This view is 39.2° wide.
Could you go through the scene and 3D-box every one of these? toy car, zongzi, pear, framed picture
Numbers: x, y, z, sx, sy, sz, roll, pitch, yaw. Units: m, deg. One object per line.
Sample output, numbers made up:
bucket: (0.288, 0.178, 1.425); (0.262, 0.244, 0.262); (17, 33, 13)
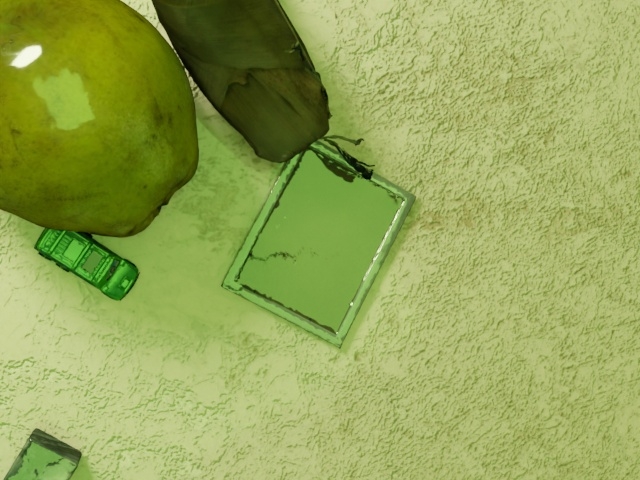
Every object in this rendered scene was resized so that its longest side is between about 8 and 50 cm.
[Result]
toy car: (-0.365, 0.030, 1.411); (0.165, 0.062, 0.071); (34, 83, -10)
zongzi: (-0.100, -0.239, 1.312); (0.181, 0.418, 0.447); (-32, 94, 10)
pear: (-0.367, -0.196, 1.286); (0.413, 0.352, 0.352); (44, 82, 1)
framed picture: (0.000, 0.000, 1.510); (0.231, 0.018, 0.293); (29, 84, -11)

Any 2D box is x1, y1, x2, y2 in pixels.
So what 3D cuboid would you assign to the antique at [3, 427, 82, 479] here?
antique: (-0.453, 0.394, 1.380); (0.086, 0.088, 0.183); (31, 84, -9)
